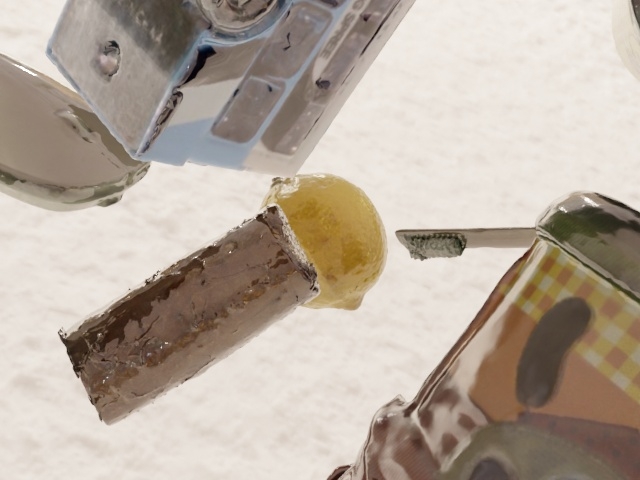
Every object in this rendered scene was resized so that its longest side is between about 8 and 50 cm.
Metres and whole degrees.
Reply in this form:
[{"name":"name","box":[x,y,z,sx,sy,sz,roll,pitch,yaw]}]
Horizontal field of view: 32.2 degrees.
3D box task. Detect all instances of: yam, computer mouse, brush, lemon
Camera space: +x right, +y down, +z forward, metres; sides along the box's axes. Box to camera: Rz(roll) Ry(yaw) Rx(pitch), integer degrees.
[{"name":"yam","box":[-0.137,0.079,1.157,0.279,0.131,0.131,-31,42,2]},{"name":"computer mouse","box":[-0.328,-0.136,1.157,0.331,0.095,0.197,26,34,19]},{"name":"brush","box":[0.162,0.004,1.148,0.190,0.034,0.028,-1,52,32]},{"name":"lemon","box":[0.000,0.000,1.645,0.231,0.192,0.192,58,35,-1]}]

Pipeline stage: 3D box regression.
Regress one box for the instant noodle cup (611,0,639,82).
[{"name":"instant noodle cup","box":[0.325,-0.193,0.871,0.215,0.216,0.236,22,5,2]}]

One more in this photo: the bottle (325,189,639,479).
[{"name":"bottle","box":[0.077,0.124,0.433,0.143,0.271,0.156,29,10,-38]}]

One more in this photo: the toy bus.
[{"name":"toy bus","box":[0.004,-0.170,0.489,0.131,0.297,0.106,12,30,-53]}]
